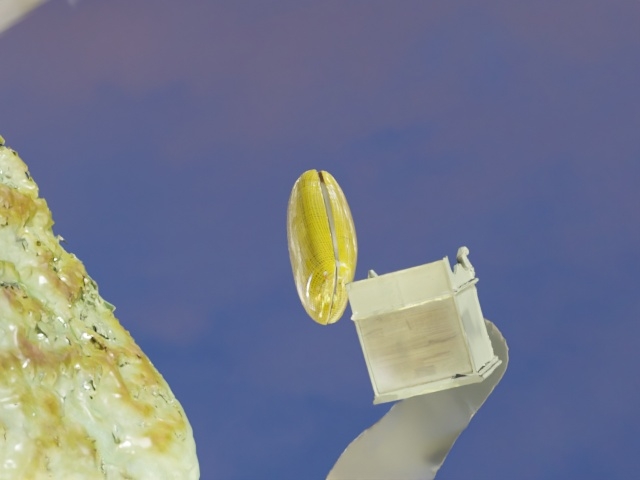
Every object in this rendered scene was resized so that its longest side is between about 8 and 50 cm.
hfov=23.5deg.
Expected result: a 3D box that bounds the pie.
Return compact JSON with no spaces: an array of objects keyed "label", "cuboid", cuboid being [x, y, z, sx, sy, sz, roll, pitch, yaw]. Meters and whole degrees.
[{"label":"pie","cuboid":[-0.294,0.078,1.108,0.395,0.418,0.180,-24,157,-53]}]

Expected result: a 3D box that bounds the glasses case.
[{"label":"glasses case","cuboid":[0.000,0.000,1.565,0.064,0.079,0.234,5,-153,-8]}]

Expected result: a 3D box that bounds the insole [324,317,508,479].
[{"label":"insole","cuboid":[0.097,0.204,1.600,0.322,0.109,0.007,-49,-157,-27]}]

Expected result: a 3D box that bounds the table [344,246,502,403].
[{"label":"table","cuboid":[0.068,0.055,1.019,0.079,0.083,0.062,-15,-178,19]}]
